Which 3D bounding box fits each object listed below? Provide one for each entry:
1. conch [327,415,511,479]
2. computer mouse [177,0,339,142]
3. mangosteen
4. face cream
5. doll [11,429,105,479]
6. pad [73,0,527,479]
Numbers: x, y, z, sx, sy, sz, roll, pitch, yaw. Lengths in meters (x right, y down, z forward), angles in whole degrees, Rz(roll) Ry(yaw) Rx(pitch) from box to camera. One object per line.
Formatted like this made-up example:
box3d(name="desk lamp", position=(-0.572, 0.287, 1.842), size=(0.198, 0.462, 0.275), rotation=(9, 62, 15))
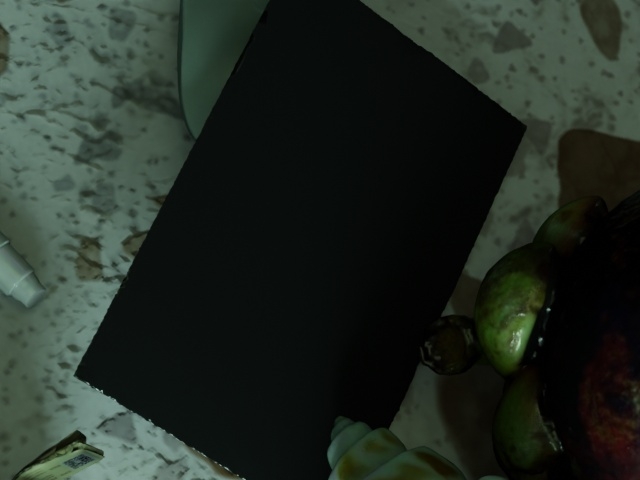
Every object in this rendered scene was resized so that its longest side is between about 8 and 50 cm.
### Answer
box3d(name="conch", position=(0.114, 0.282, 1.042), size=(0.249, 0.197, 0.368), rotation=(6, 70, -46))
box3d(name="computer mouse", position=(-0.047, -0.161, 1.207), size=(0.128, 0.079, 0.230), rotation=(5, 68, -15))
box3d(name="mangosteen", position=(0.265, 0.091, 1.095), size=(0.311, 0.311, 0.311), rotation=(4, 72, -12))
box3d(name="face cream", position=(-0.249, -0.002, 1.129), size=(0.130, 0.034, 0.034), rotation=(44, 69, 2))
box3d(name="doll", position=(-0.224, 0.217, 1.028), size=(0.115, 0.105, 0.221), rotation=(47, 64, -37))
box3d(name="pad", position=(0.000, 0.000, 1.153), size=(0.248, 0.007, 0.367), rotation=(35, 68, -24))
